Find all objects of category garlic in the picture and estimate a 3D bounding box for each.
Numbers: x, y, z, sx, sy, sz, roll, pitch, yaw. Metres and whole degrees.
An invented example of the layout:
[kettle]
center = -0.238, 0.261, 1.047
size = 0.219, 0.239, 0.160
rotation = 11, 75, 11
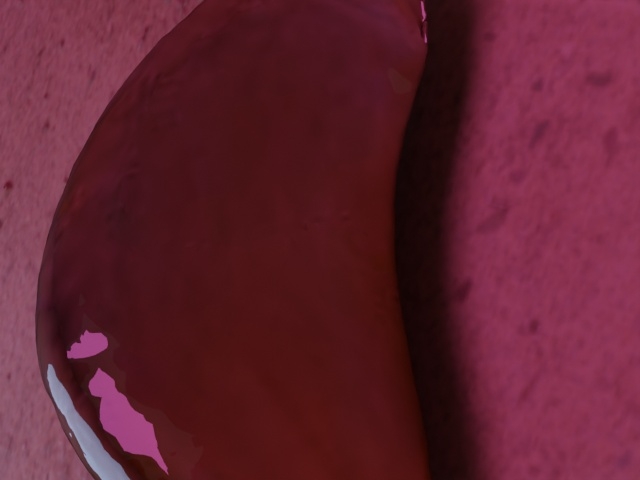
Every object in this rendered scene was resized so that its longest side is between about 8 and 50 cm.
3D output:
[garlic]
center = -0.011, -0.010, 0.771
size = 0.196, 0.151, 0.338
rotation = -2, 64, 22
